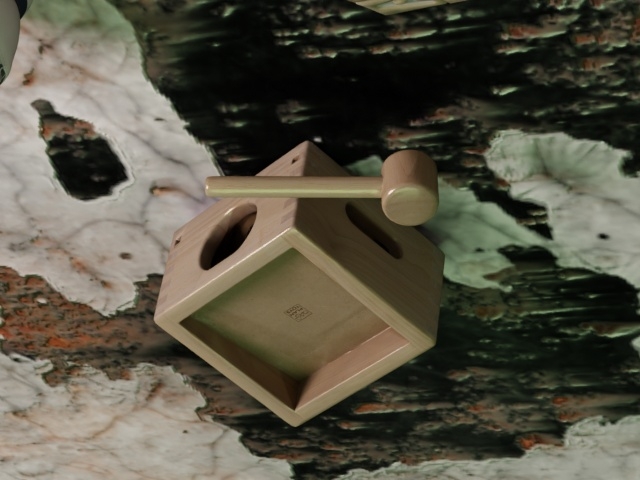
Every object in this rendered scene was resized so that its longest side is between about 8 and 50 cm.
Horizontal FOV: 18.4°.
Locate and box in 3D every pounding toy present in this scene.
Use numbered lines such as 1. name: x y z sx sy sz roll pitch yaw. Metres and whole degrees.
1. pounding toy: -0.002 -0.008 1.212 0.206 0.094 0.181 -33 120 32

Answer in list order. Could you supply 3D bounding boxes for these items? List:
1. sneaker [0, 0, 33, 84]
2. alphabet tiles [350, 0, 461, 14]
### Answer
1. sneaker: -0.271 -0.155 1.080 0.235 0.095 0.090 25 143 -15
2. alphabet tiles: 0.067 -0.146 0.955 0.198 0.009 0.237 -7 174 28
